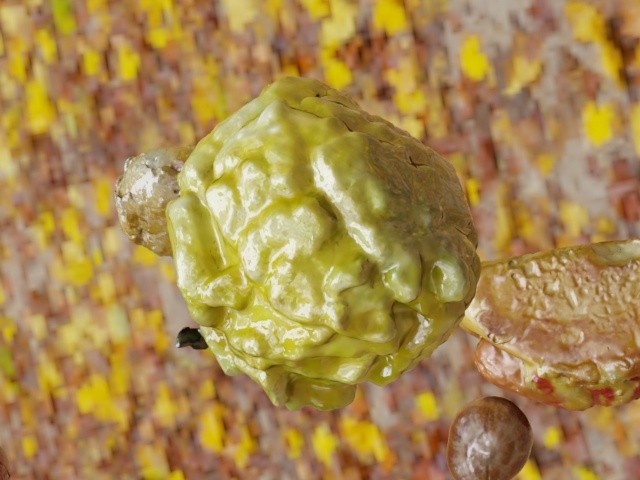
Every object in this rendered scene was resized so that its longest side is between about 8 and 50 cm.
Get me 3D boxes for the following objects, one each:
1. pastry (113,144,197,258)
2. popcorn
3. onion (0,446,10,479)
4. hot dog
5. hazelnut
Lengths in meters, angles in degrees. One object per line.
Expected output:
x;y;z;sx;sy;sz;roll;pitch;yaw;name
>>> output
-0.134;-0.037;1.866;0.153;0.153;0.081;113;178;-50;pastry
-0.001;0.009;1.378;0.225;0.249;0.249;-51;52;29;popcorn
-0.374;0.207;1.740;0.150;0.150;0.140;50;154;44;onion
0.253;0.081;1.727;0.150;0.257;0.153;13;-112;-80;hot dog
0.149;0.179;1.620;0.086;0.086;0.086;37;133;54;hazelnut
